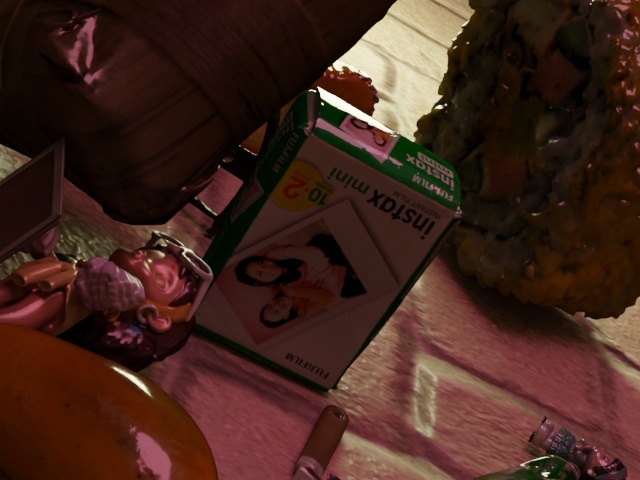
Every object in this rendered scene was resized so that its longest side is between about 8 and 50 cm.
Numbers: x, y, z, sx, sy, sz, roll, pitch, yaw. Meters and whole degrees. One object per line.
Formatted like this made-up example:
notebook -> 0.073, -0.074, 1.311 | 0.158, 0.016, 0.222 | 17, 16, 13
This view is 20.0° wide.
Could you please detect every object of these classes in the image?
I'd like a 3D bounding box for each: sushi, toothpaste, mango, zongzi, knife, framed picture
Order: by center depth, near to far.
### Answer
mango -> -0.173, 0.139, 1.309 | 0.253, 0.113, 0.138 | 34, 24, 26
framed picture -> -0.269, 0.001, 1.408 | 0.011, 0.183, 0.142 | 51, 11, -26
knife -> -0.007, 0.205, 1.517 | 0.047, 0.017, 0.298 | 42, 20, -2
toothpaste -> 0.172, 0.233, 1.667 | 0.078, 0.047, 0.248 | 38, 23, 27
zongzi -> -0.119, -0.265, 1.676 | 0.467, 0.500, 0.218 | 28, -26, 53
sushi -> 0.283, -0.131, 2.164 | 0.240, 0.396, 0.351 | 9, 24, -39

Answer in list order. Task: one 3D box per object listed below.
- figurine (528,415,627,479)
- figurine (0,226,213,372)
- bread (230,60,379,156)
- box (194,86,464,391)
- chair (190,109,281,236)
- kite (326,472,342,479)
figurine -> 0.258, 0.219, 1.810 | 0.106, 0.047, 0.060 | 34, 12, 12
figurine -> -0.196, 0.045, 1.470 | 0.174, 0.116, 0.240 | 34, 14, 36
bread -> -0.088, -0.182, 2.095 | 0.288, 0.152, 0.119 | 23, 16, -22
box -> 0.000, 0.000, 1.662 | 0.180, 0.250, 0.103 | 27, 27, -14
chair -> -0.191, -0.132, 1.846 | 0.260, 0.154, 0.141 | 37, 22, 21
kite -> 0.049, 0.249, 1.488 | 0.190, 0.010, 0.159 | 6, 40, -52
